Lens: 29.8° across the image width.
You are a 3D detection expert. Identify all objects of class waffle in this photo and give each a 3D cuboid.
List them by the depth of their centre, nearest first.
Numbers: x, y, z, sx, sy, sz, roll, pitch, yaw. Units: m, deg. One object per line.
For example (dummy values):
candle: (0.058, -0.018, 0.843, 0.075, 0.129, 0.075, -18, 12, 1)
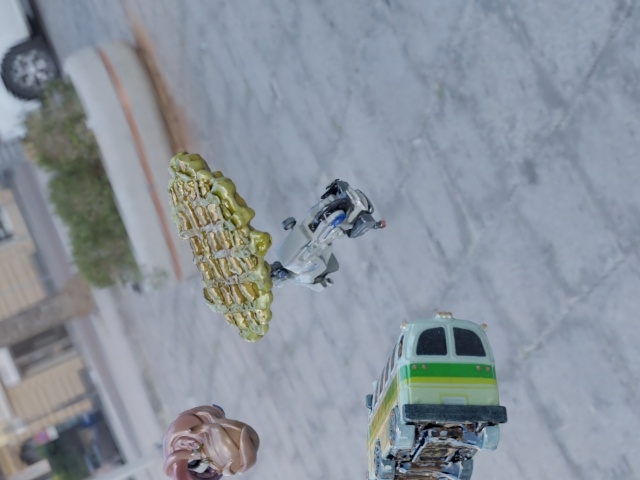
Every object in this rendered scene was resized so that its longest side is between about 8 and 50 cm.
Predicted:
waffle: (-0.142, 0.007, 1.684, 0.291, 0.051, 0.291, 47, 151, 36)

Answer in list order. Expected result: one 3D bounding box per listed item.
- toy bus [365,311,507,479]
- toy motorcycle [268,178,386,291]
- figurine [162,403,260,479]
toy bus: (0.138, 0.214, 1.535, 0.276, 0.133, 0.165, 108, 163, -62)
toy motorcycle: (0.000, 0.000, 1.826, 0.221, 0.150, 0.102, -46, 65, 30)
figurine: (-0.154, 0.280, 1.649, 0.114, 0.126, 0.157, 42, 152, -10)
